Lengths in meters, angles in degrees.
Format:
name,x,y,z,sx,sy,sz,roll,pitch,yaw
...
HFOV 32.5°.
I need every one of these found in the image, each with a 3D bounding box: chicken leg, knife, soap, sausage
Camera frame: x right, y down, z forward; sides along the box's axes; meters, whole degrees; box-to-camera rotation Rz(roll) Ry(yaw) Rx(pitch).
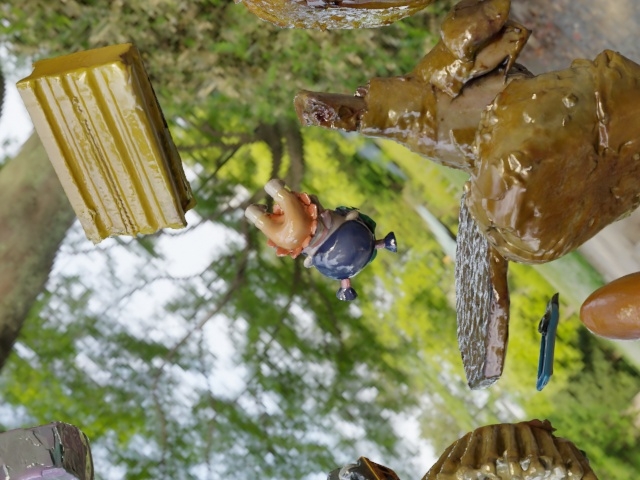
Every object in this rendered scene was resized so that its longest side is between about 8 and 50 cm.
name,x,y,z,sx,sy,sz,roll,pitch,yaw
chicken leg,0.166,-0.227,1.562,0.410,0.295,0.182,-1,-140,-18
knife,0.355,0.153,1.714,0.026,0.044,0.296,32,-155,1
soap,-0.346,-0.156,1.831,0.096,0.204,0.324,-73,-28,-53
sausage,0.418,0.082,1.398,0.098,0.098,0.238,43,158,-11

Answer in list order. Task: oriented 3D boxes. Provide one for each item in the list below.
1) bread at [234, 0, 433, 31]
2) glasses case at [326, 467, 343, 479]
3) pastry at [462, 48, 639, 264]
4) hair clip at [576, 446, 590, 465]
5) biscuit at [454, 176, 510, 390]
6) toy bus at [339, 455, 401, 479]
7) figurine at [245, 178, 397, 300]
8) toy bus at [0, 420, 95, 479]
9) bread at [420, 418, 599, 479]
name,x,y,z,sx,sy,sz,roll,pitch,yaw
bread,0.037,-0.424,1.382,0.204,0.358,0.336,-125,30,-65
glasses case,0.070,0.480,1.961,0.109,0.067,0.282,7,-168,-6
pastry,0.314,-0.114,1.444,0.162,0.311,0.255,45,154,47
hair clip,0.356,0.347,1.708,0.124,0.052,0.195,7,152,17
biscuit,0.259,0.064,1.758,0.046,0.359,0.359,0,-172,0
toy bus,0.034,0.343,1.314,0.074,0.162,0.069,26,-165,-37
figurine,0.000,0.000,1.394,0.195,0.111,0.102,16,-150,-49
toy bus,-0.488,0.335,1.553,0.138,0.317,0.112,83,172,-63
bread,0.226,0.348,1.289,0.274,0.274,0.149,44,-158,-8
